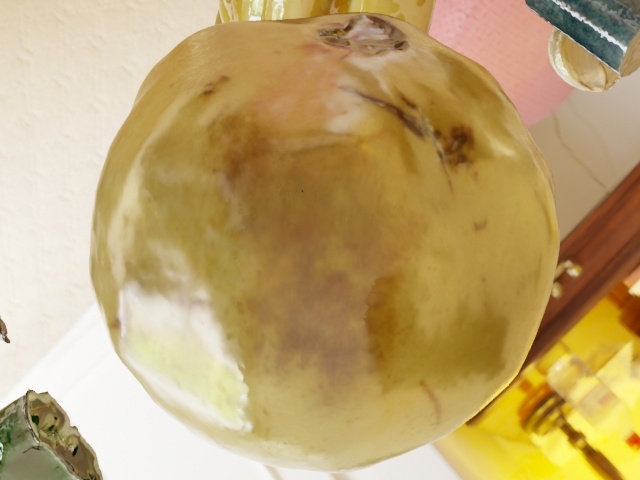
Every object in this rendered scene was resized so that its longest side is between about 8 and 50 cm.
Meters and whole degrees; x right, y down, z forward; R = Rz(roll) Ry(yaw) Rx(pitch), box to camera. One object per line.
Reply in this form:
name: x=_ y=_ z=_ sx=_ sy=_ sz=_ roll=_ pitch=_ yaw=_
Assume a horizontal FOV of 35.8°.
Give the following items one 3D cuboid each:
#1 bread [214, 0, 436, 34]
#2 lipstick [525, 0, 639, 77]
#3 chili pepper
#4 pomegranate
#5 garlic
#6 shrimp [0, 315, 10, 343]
bread: x=0.010 y=-0.316 z=1.221 sx=0.424 sy=0.245 sz=0.329 roll=175 pitch=-63 yaw=-76
lipstick: x=0.103 y=-0.184 z=0.594 sx=0.053 sy=0.234 sz=0.053 roll=-40 pitch=157 yaw=-21
chili pepper: x=-0.385 y=0.271 z=1.096 sx=0.270 sy=0.099 sz=0.136 roll=-28 pitch=130 yaw=15
pomegranate: x=0.000 y=0.000 z=0.708 sx=0.332 sy=0.332 sz=0.333 roll=-28 pitch=146 yaw=-21
garlic: x=0.273 y=-0.201 z=0.974 sx=0.113 sy=0.074 sz=0.094 roll=-27 pitch=132 yaw=-7
shrimp: x=-0.481 y=0.060 z=1.272 sx=0.066 sy=0.262 sz=0.117 roll=-51 pitch=134 yaw=-4
